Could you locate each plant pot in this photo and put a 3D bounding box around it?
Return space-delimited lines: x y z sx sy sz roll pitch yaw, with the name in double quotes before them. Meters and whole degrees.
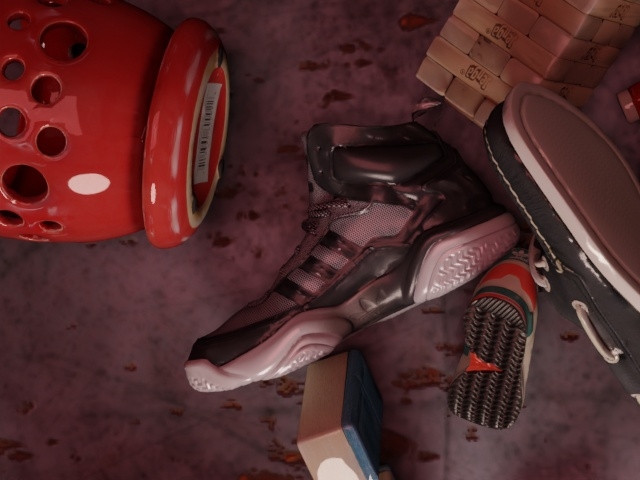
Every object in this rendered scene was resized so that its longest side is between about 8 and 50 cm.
"plant pot" -0.164 -0.087 1.026 0.174 0.191 0.191 9 95 8

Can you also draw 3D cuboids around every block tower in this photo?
"block tower" 0.192 -0.213 0.959 0.091 0.097 0.335 41 113 27

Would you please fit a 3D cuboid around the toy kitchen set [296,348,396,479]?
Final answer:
"toy kitchen set" 0.100 0.177 1.049 0.166 0.122 0.207 -20 110 11

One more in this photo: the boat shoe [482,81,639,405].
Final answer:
"boat shoe" 0.195 0.024 0.963 0.091 0.114 0.302 -27 112 38

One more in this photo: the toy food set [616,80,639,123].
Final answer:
"toy food set" 0.255 -0.092 0.970 0.104 0.111 0.232 -22 131 11

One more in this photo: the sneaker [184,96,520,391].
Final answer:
"sneaker" 0.000 0.000 1.049 0.269 0.101 0.153 -27 88 5

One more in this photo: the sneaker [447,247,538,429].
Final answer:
"sneaker" 0.133 0.071 1.028 0.057 0.161 0.075 19 52 15
